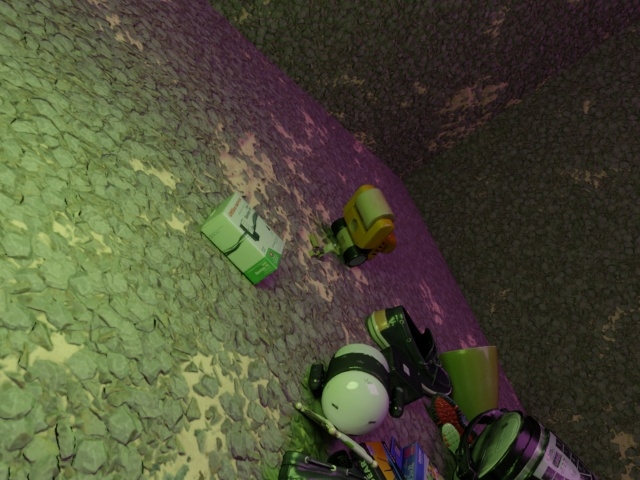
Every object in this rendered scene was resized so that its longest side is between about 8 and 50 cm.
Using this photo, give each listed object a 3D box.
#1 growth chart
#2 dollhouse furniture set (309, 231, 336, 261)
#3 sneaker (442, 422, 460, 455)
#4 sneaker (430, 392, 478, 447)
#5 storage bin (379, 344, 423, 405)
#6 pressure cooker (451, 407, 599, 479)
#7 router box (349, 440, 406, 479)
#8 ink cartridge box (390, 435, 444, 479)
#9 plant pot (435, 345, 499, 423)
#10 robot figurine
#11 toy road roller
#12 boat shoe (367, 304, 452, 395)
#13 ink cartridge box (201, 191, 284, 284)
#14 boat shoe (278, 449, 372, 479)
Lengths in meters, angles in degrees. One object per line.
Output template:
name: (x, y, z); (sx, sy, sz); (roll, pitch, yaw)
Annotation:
growth chart: (0.035, 0.432, 1.087); (0.172, 0.021, 0.237); (44, -18, -16)
dollhouse furniture set: (0.000, 0.000, 1.750); (0.091, 0.081, 0.114); (25, 37, -54)
sneaker: (0.489, 0.741, 1.781); (0.065, 0.061, 0.158); (16, 49, -82)
sneaker: (0.489, 0.669, 1.851); (0.262, 0.104, 0.125); (54, 3, -16)
storage bin: (0.261, 0.457, 1.643); (0.180, 0.084, 0.122); (47, 23, -24)
pressure cooker: (0.629, 0.767, 1.564); (0.420, 0.375, 0.370); (43, -2, 13)
router box: (0.163, 0.601, 1.228); (0.133, 0.046, 0.179); (27, 24, -51)
ink cartridge box: (0.307, 0.723, 1.387); (0.311, 0.065, 0.186); (52, 21, -5)
plant pot: (0.631, 0.611, 2.037); (0.274, 0.274, 0.294); (21, 56, -56)
robot figurine: (0.093, 0.379, 1.258); (0.278, 0.209, 0.174); (-61, 130, -75)
toy road roller: (0.215, -0.053, 1.959); (0.240, 0.329, 0.203); (-1, 54, -32)
boat shoe: (0.378, 0.426, 1.852); (0.500, 0.156, 0.187); (48, 20, -23)
ink cartridge box: (-0.203, -0.009, 1.311); (0.208, 0.087, 0.153); (48, 22, -19)
boat shoe: (0.035, 0.501, 1.026); (0.340, 0.127, 0.113); (25, 48, -38)
